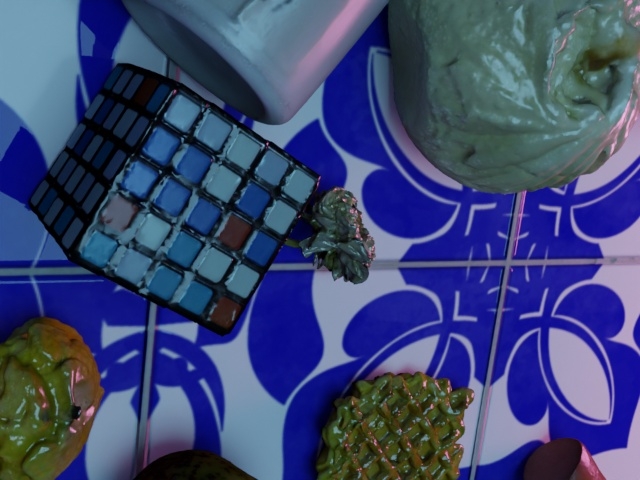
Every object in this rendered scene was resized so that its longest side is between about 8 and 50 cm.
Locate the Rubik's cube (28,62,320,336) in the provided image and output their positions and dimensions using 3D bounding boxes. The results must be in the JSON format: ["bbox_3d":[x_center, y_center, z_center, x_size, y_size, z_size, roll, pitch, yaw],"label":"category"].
[{"bbox_3d":[-0.145,-0.045,0.896,0.182,0.187,0.184,32,90,-33],"label":"Rubik's cube"}]

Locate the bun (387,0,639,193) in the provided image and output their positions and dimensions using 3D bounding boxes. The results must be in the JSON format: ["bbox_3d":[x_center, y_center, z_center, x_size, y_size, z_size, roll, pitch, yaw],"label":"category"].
[{"bbox_3d":[0.251,-0.228,1.044,0.352,0.227,0.349,-43,118,-15],"label":"bun"}]

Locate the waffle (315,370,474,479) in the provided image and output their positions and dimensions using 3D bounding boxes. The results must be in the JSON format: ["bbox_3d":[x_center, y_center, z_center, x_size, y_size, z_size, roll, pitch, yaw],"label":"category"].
[{"bbox_3d":[0.096,0.284,1.202,0.243,0.059,0.237,9,100,-32],"label":"waffle"}]

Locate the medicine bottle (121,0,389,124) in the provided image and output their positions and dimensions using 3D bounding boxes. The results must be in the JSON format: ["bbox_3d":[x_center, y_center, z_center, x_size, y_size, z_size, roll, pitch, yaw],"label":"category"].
[{"bbox_3d":[-0.002,-0.312,0.885,0.211,0.211,0.371,42,81,-32],"label":"medicine bottle"}]

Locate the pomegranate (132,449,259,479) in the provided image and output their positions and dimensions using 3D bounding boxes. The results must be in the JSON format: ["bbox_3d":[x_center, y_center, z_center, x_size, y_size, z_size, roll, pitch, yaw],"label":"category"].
[{"bbox_3d":[-0.154,0.352,1.007,0.248,0.214,0.214,-36,120,3],"label":"pomegranate"}]

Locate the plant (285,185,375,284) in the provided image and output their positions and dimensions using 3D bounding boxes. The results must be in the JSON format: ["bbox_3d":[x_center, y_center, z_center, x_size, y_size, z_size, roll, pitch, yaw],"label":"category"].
[{"bbox_3d":[0.000,0.000,1.050,0.122,0.104,0.116,-14,89,-1],"label":"plant"}]

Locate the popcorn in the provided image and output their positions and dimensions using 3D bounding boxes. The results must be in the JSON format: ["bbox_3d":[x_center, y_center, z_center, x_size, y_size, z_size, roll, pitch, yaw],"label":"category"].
[{"bbox_3d":[-0.283,0.157,0.907,0.148,0.152,0.167,50,51,-59],"label":"popcorn"}]

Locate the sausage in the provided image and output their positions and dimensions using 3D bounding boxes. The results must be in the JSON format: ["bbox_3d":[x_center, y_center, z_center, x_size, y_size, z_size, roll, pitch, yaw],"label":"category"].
[{"bbox_3d":[0.400,0.410,1.382,0.113,0.113,0.259,-44,119,-12],"label":"sausage"}]
